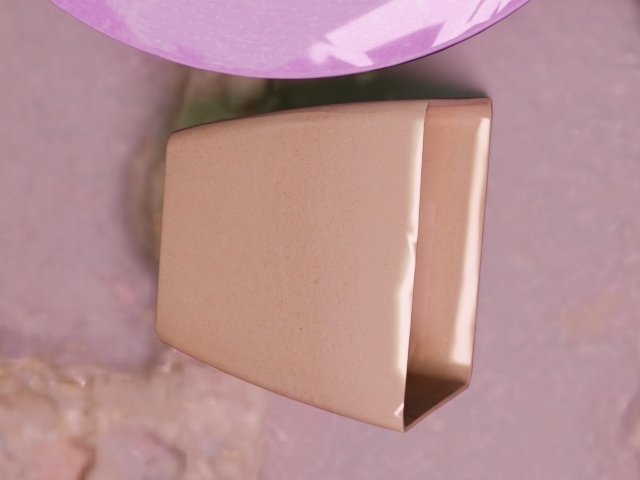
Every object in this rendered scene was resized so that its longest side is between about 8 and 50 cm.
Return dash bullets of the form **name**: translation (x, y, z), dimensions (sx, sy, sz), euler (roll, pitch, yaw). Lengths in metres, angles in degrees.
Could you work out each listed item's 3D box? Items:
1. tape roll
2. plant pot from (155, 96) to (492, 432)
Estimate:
- **tape roll**: translation (-0.008, -0.194, 0.671), dimensions (0.274, 0.090, 0.275), euler (0, 95, 5)
- **plant pot**: translation (0.000, 0.000, 0.685), dimensions (0.096, 0.109, 0.109), euler (6, 96, 16)
